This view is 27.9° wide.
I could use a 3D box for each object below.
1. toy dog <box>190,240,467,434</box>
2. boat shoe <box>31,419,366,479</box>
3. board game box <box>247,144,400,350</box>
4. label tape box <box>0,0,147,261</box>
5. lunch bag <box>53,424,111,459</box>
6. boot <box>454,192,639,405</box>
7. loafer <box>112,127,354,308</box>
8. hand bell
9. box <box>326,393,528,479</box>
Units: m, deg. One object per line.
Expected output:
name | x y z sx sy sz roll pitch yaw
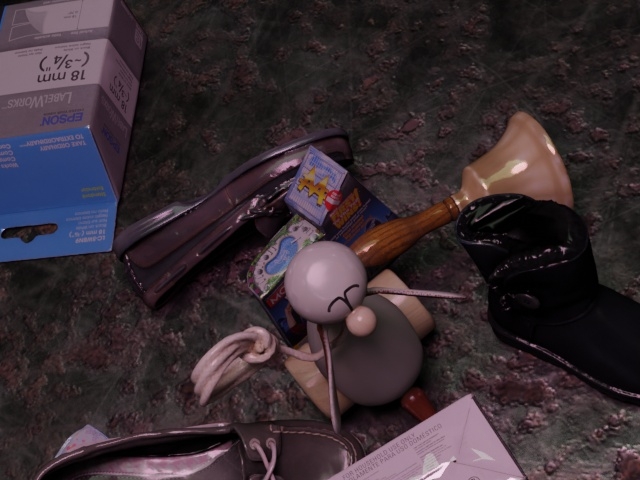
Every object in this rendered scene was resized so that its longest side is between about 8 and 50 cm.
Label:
toy dog | 0.048 0.111 1.227 0.161 0.333 0.220 44 106 17
boat shoe | -0.121 0.239 1.275 0.335 0.095 0.112 -7 75 3
board game box | 0.000 0.000 1.350 0.060 0.194 0.194 36 76 32
label tape box | -0.365 -0.144 1.613 0.240 0.106 0.334 -6 58 16
lunch bag | -0.245 0.247 1.368 0.071 0.053 0.083 29 83 30
boot | 0.253 0.057 1.224 0.246 0.207 0.094 20 68 27
loafer | -0.088 -0.022 1.463 0.302 0.109 0.095 -27 74 9
hand bell | 0.128 -0.029 1.346 0.242 0.126 0.126 -26 55 -8
box | 0.109 0.262 1.098 0.169 0.290 0.087 -32 54 0
